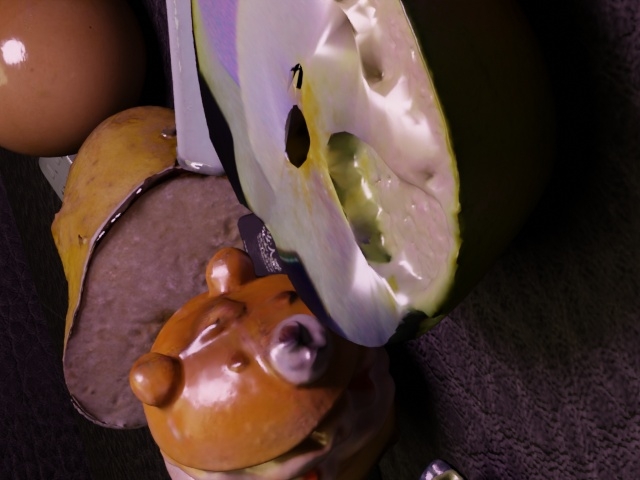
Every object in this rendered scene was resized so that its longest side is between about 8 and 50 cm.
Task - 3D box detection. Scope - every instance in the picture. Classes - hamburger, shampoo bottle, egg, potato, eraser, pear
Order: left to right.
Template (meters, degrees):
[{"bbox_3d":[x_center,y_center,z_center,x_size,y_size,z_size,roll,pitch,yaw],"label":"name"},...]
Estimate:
[{"bbox_3d":[-0.421,-0.278,1.516,0.374,0.301,0.300,22,126,64],"label":"egg"},{"bbox_3d":[-0.242,0.013,1.382,0.296,0.290,0.396,41,125,51],"label":"potato"},{"bbox_3d":[-0.089,-0.234,1.026,0.104,0.189,0.289,15,127,21],"label":"eraser"},{"bbox_3d":[-0.066,0.149,1.075,0.276,0.276,0.236,38,161,50],"label":"hamburger"},{"bbox_3d":[0.000,-0.001,1.129,0.309,0.071,0.098,-8,97,62],"label":"shampoo bottle"},{"bbox_3d":[0.053,-0.122,0.826,0.399,0.165,0.398,43,143,45],"label":"pear"}]

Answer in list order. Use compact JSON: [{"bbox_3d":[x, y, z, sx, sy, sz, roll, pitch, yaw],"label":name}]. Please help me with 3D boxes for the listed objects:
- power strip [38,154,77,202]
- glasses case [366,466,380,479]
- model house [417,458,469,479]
[{"bbox_3d":[-0.472,-0.178,1.926,0.261,0.141,0.229,56,155,0],"label":"power strip"},{"bbox_3d":[0.031,0.260,1.271,0.078,0.039,0.184,0,107,63],"label":"glasses case"},{"bbox_3d":[0.141,0.344,0.961,0.194,0.170,0.211,46,144,46],"label":"model house"}]
